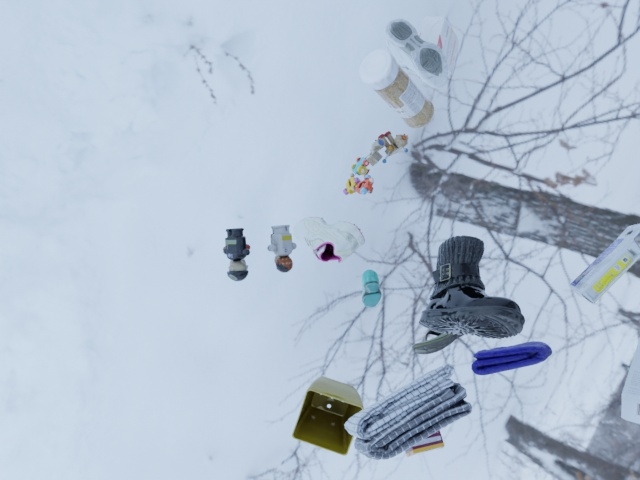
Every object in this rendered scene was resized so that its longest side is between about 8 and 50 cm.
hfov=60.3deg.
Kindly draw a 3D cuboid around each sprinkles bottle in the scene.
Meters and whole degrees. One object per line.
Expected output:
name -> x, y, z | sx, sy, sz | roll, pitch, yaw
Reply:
sprinkles bottle -> 0.266, -0.504, 1.865 | 0.355, 0.121, 0.121 | 25, 91, -53

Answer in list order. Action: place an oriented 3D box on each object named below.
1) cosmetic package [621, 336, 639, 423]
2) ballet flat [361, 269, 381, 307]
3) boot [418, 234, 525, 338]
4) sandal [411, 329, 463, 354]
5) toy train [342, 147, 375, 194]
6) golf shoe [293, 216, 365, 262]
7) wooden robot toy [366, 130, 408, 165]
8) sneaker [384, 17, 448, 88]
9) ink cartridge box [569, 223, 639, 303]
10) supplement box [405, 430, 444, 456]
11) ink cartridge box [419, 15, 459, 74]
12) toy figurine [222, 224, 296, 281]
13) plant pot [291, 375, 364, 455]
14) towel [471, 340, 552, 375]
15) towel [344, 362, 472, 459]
cosmetic package -> 0.798, 0.330, 1.302 | 0.231, 0.118, 0.085 | -39, 127, -40
ballet flat -> 0.208, 0.190, 2.263 | 0.247, 0.083, 0.087 | 83, 1, -59
boot -> 0.405, 0.110, 1.448 | 0.131, 0.348, 0.260 | 31, 70, -24
sandal -> 0.490, 0.359, 2.174 | 0.303, 0.086, 0.120 | -28, 149, -7
toy train -> 0.125, -0.177, 1.535 | 0.046, 0.125, 0.166 | 35, 52, -25
golf shoe -> 0.000, 0.000, 1.842 | 0.140, 0.306, 0.115 | -51, 126, -27
wooden robot toy -> 0.200, -0.271, 1.514 | 0.173, 0.076, 0.079 | -29, 176, -33
sneaker -> 0.267, -0.503, 1.524 | 0.090, 0.232, 0.115 | -35, 168, -6
ink cartridge box -> 1.006, 0.077, 1.900 | 0.307, 0.072, 0.304 | -48, 166, 12
supplement box -> 0.297, 0.559, 1.707 | 0.104, 0.188, 0.080 | -8, 153, -13
ink cartridge box -> 0.357, -0.583, 1.660 | 0.198, 0.067, 0.115 | 6, 97, -62
toy figurine -> -0.176, 0.033, 1.594 | 0.210, 0.213, 0.148 | -4, 91, -10
plant pot -> 0.035, 0.627, 2.043 | 0.187, 0.212, 0.212 | -62, 170, -75
towel -> 0.609, 0.364, 1.754 | 0.308, 0.228, 0.076 | 17, 56, -64
towel -> 0.208, 0.420, 1.328 | 0.284, 0.121, 0.235 | -27, 165, -11
